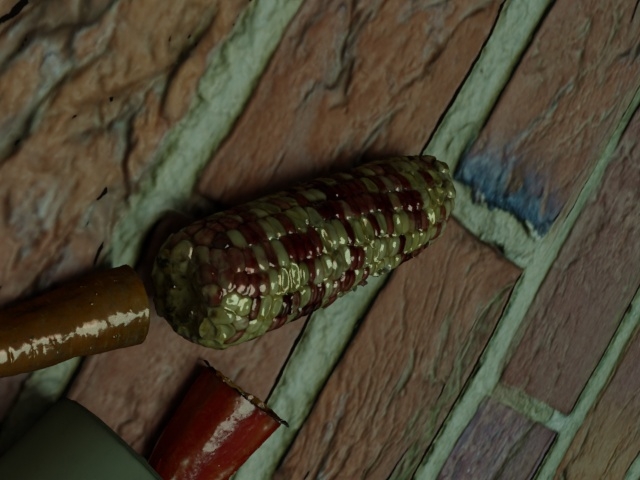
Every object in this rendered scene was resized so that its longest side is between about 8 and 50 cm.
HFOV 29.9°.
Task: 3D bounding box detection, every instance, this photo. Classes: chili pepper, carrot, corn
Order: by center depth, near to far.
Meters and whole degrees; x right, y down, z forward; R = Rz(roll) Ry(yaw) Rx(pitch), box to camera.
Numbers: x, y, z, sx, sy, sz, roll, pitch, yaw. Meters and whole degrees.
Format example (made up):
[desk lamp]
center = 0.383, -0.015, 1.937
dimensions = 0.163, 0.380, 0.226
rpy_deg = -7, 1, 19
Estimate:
[carrot]
center = -0.211, 0.069, 0.757
dimensions = 0.224, 0.057, 0.057
rpy_deg = -17, 125, -37
[corn]
center = 0.000, 0.000, 0.914
dimensions = 0.289, 0.098, 0.098
rpy_deg = -22, 128, -42
[chili pepper]
center = -0.106, 0.186, 0.941
dimensions = 0.088, 0.065, 0.169
rpy_deg = 39, 87, -35

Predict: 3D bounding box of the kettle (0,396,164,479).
[kettle]
center = -0.209, 0.294, 0.788
dimensions = 0.318, 0.205, 0.265
rpy_deg = -44, 161, -21
